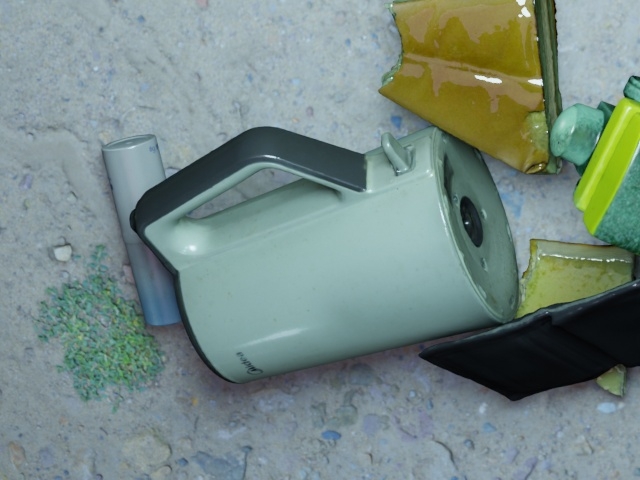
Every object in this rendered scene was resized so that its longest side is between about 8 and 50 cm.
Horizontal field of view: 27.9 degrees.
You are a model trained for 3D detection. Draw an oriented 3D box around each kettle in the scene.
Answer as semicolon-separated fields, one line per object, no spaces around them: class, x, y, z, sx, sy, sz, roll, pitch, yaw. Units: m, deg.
kettle;0.000;0.000;1.553;0.377;0.250;0.361;-18;139;24

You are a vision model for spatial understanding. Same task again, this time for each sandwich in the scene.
sandwich;0.175;-0.189;1.513;0.198;0.155;0.227;-3;110;19
sandwich;0.313;0.096;1.634;0.163;0.058;0.193;4;113;17

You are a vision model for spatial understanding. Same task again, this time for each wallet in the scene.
wallet;0.308;0.117;1.510;0.323;0.247;0.041;-20;62;31

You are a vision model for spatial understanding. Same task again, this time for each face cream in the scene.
face cream;-0.228;-0.013;1.732;0.077;0.077;0.250;-7;106;18

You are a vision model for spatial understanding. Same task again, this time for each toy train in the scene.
toy train;0.464;-0.028;1.386;0.442;0.272;0.179;21;109;-7
